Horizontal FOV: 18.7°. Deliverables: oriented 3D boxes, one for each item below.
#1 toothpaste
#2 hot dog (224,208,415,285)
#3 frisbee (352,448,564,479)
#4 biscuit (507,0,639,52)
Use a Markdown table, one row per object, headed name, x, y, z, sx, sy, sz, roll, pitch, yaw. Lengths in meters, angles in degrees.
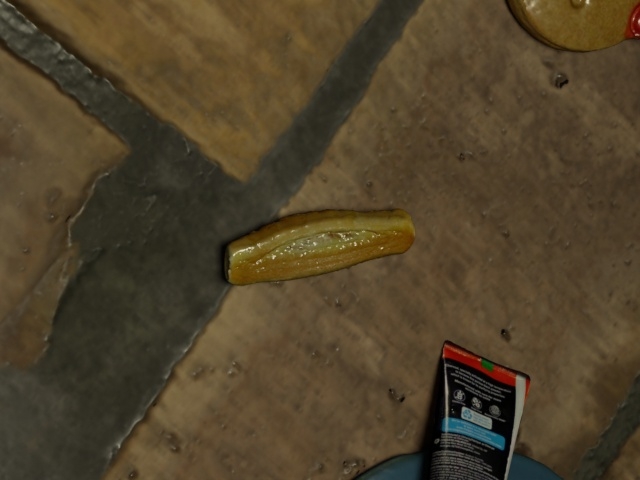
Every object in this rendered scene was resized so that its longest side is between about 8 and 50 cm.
| name | x | y | z | sx | sy | sz | roll | pitch | yaw |
| --- | --- | --- | --- | --- | --- | --- | --- | --- | --- |
| toothpaste | 0.099 | 0.164 | 1.300 | 0.071 | 0.045 | 0.193 | 22 | 60 | -19 |
| hot dog | -0.001 | 0.000 | 1.271 | 0.137 | 0.028 | 0.044 | -12 | 126 | -20 |
| frisbee | 0.095 | 0.284 | 1.334 | 0.289 | 0.049 | 0.289 | -3 | 97 | -24 |
| biscuit | 0.162 | -0.222 | 1.318 | 0.166 | 0.036 | 0.225 | -38 | 110 | -18 |
